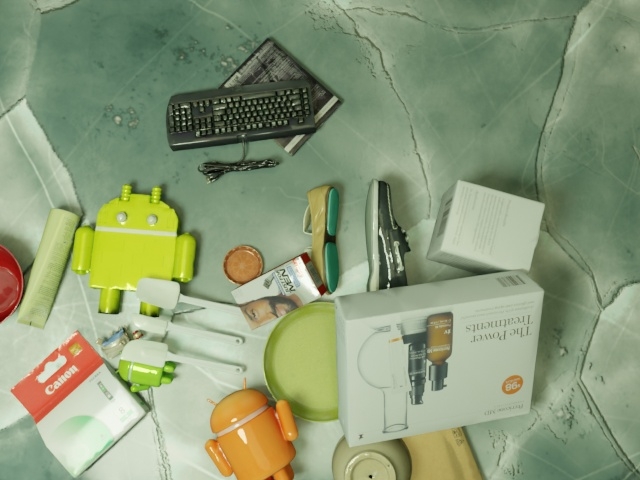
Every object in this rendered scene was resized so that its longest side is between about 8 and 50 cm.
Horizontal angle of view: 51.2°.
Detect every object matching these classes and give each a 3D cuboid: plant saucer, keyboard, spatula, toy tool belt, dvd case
[{"bbox_3d":[0.002,0.247,1.367,0.241,0.037,0.241,1,81,-4],"label":"plant saucer"},{"bbox_3d":[-0.168,-0.233,1.425,0.317,0.033,0.202,-8,86,1],"label":"keyboard"},{"bbox_3d":[-0.258,0.176,1.332,0.242,0.019,0.168,14,70,-17],"label":"spatula"},{"bbox_3d":[-0.405,0.197,1.345,0.083,0.052,0.051,-38,93,-9],"label":"toy tool belt"},{"bbox_3d":[-0.089,-0.315,1.461,0.221,0.018,0.164,42,82,4],"label":"dvd case"},{"bbox_3d":[-0.163,0.053,1.401,0.083,0.013,0.083,1,80,-3],"label":"plant saucer"}]

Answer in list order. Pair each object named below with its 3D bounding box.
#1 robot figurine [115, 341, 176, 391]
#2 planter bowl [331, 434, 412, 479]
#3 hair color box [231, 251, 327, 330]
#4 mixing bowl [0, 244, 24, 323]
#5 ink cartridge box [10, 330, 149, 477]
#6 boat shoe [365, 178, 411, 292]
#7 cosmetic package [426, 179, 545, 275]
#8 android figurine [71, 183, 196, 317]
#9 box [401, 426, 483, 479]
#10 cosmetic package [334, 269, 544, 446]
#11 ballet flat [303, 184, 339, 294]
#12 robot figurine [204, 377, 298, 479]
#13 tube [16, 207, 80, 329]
[{"bbox_3d":[-0.348,0.253,1.329,0.115,0.067,0.101,12,94,-4],"label":"robot figurine"},{"bbox_3d":[0.097,0.446,1.291,0.162,0.109,0.162,-1,84,6],"label":"planter bowl"},{"bbox_3d":[-0.083,0.102,1.342,0.167,0.053,0.093,-28,92,18],"label":"hair color box"},{"bbox_3d":[-0.664,0.094,1.322,0.181,0.098,0.181,1,80,-4],"label":"mixing bowl"},{"bbox_3d":[-0.482,0.319,1.321,0.181,0.056,0.225,-43,87,-9],"label":"ink cartridge box"},{"bbox_3d":[0.141,0.023,1.380,0.091,0.114,0.303,-1,93,-3],"label":"boat shoe"},{"bbox_3d":[0.334,-0.016,1.371,0.183,0.151,0.151,17,81,0],"label":"cosmetic package"},{"bbox_3d":[-0.380,0.019,1.374,0.248,0.056,0.273,6,82,-2],"label":"android figurine"},{"bbox_3d":[0.232,0.460,1.354,0.164,0.021,0.201,-21,83,-6],"label":"box"},{"bbox_3d":[0.221,0.223,1.270,0.377,0.097,0.284,-8,117,-10],"label":"cosmetic package"},{"bbox_3d":[0.000,0.000,1.400,0.073,0.080,0.232,-3,77,24],"label":"ballet flat"},{"bbox_3d":[-0.129,0.382,1.293,0.128,0.158,0.219,-23,81,-47],"label":"robot figurine"},{"bbox_3d":[-0.550,0.056,1.345,0.070,0.062,0.240,21,74,-35],"label":"tube"}]
